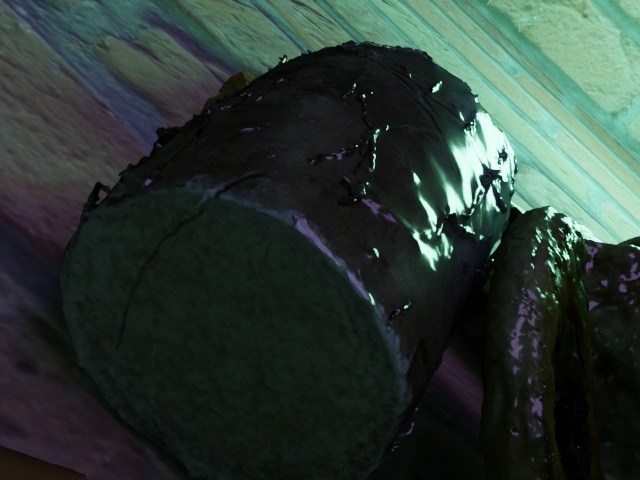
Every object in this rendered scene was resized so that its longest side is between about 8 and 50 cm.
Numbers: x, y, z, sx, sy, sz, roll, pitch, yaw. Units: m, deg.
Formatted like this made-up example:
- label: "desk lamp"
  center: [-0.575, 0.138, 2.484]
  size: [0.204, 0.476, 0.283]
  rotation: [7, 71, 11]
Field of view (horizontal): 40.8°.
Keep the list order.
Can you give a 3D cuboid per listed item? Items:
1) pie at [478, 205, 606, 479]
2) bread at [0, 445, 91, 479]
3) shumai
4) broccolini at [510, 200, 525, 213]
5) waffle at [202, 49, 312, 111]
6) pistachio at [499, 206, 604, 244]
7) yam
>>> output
- label: "pie"
  center: [0.161, 0.126, 0.598]
  size: [0.323, 0.070, 0.323]
  rotation: [-4, 90, -71]
- label: "bread"
  center: [-0.123, 0.180, 0.245]
  size: [0.136, 0.107, 0.241]
  rotation: [28, 30, -34]
- label: "shumai"
  center: [0.246, 0.128, 0.847]
  size: [0.225, 0.222, 0.260]
  rotation: [50, 39, -63]
- label: "broccolini"
  center: [0.350, 0.003, 1.235]
  size: [0.392, 0.074, 0.079]
  rotation: [37, 19, -17]
- label: "waffle"
  center: [0.058, -0.079, 0.943]
  size: [0.304, 0.077, 0.348]
  rotation: [47, 25, 6]
- label: "pistachio"
  center: [0.275, 0.033, 1.025]
  size: [0.210, 0.130, 0.165]
  rotation: [18, 53, -73]
- label: "yam"
  center: [0.000, 0.000, 0.582]
  size: [0.241, 0.241, 0.348]
  rotation: [43, 28, -1]
